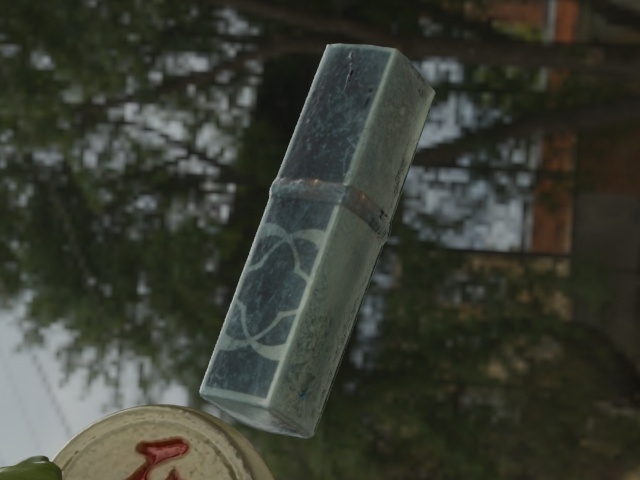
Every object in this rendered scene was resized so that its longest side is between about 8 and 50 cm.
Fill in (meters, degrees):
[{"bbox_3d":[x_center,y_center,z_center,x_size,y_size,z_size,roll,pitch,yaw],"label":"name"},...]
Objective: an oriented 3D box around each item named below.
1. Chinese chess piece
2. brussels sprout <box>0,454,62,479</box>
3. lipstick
[{"bbox_3d":[-0.169,0.297,1.829,0.102,0.273,0.273,64,-150,-62],"label":"Chinese chess piece"},{"bbox_3d":[-0.307,0.384,1.426,0.425,0.361,0.342,37,124,48],"label":"brussels sprout"},{"bbox_3d":[0.000,0.000,1.309,0.076,0.077,0.289,40,-116,-52],"label":"lipstick"}]
